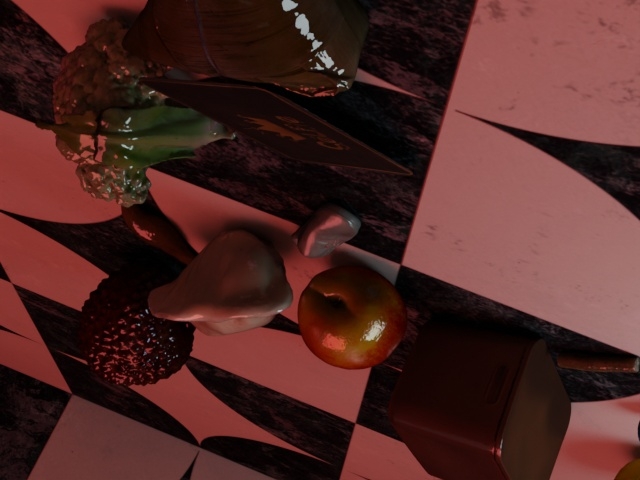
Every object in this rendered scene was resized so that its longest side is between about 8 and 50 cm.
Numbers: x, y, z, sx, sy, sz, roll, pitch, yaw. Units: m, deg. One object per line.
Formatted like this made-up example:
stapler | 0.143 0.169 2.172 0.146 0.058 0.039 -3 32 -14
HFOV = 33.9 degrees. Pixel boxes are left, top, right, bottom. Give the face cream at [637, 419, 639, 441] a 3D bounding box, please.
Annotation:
face cream | 0.696 0.328 1.788 0.163 0.080 0.337 36 153 -26

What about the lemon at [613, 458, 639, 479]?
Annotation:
lemon | 0.663 0.520 2.085 0.178 0.178 0.203 19 153 12

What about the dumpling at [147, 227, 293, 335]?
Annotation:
dumpling | -0.190 0.081 1.911 0.243 0.187 0.318 -11 -173 -22

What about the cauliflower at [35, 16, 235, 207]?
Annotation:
cauliflower | -0.255 -0.178 1.524 0.315 0.256 0.239 4 167 -37

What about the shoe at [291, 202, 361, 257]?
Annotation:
shoe | 0.000 0.000 1.769 0.079 0.078 0.195 31 158 -13

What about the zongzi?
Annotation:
zongzi | -0.156 -0.311 1.196 0.361 0.160 0.323 9 149 30

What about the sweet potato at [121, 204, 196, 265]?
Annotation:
sweet potato | -0.308 -0.005 2.065 0.069 0.059 0.249 27 169 49

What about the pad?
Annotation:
pad | -0.033 -0.121 1.410 0.315 0.063 0.375 9 172 38

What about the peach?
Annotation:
peach | 0.056 0.139 1.873 0.190 0.190 0.192 11 156 28

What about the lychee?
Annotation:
lychee | -0.377 0.178 2.243 0.300 0.264 0.264 -17 144 8

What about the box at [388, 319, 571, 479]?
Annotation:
box | 0.300 0.320 1.950 0.229 0.239 0.339 12 153 30

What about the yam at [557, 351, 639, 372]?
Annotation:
yam | 0.479 0.211 1.810 0.145 0.032 0.032 -1 145 42
